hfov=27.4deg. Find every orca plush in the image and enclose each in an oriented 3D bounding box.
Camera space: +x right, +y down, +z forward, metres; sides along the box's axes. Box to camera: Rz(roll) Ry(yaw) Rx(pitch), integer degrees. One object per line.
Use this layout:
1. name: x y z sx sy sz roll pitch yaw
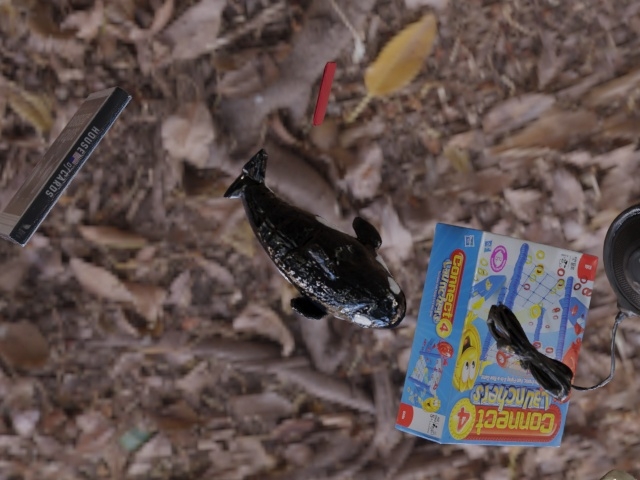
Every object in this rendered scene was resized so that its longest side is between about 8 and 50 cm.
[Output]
1. orca plush: 0.000 0.000 1.681 0.151 0.287 0.102 -33 172 -7

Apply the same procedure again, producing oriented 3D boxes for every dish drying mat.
1. dish drying mat: 0.005 -0.190 1.694 0.008 0.032 0.083 16 103 18

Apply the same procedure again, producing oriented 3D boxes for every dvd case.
1. dvd case: -0.347 -0.100 1.743 0.029 0.179 0.238 37 80 -19

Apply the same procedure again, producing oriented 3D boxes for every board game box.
1. board game box: 0.266 0.146 1.935 0.086 0.302 0.308 12 -179 44

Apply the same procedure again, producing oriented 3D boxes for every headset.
1. headset: 0.359 0.009 1.384 0.394 0.185 0.243 -49 156 13

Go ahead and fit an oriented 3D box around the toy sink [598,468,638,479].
1. toy sink: 0.257 0.357 1.248 0.153 0.131 0.234 39 133 6
